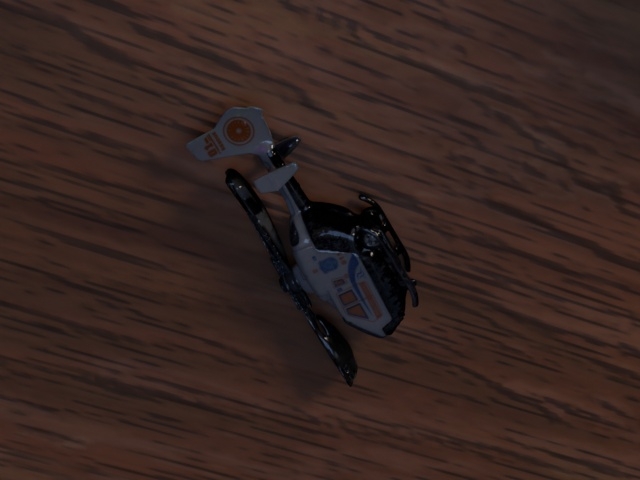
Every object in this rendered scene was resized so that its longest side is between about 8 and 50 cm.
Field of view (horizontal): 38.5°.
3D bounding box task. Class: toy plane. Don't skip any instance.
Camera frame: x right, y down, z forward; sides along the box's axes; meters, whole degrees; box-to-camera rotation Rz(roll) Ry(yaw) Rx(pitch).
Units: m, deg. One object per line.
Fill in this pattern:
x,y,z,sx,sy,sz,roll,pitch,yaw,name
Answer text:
0.000,-0.001,0.565,0.078,0.053,0.197,-28,113,13,toy plane
